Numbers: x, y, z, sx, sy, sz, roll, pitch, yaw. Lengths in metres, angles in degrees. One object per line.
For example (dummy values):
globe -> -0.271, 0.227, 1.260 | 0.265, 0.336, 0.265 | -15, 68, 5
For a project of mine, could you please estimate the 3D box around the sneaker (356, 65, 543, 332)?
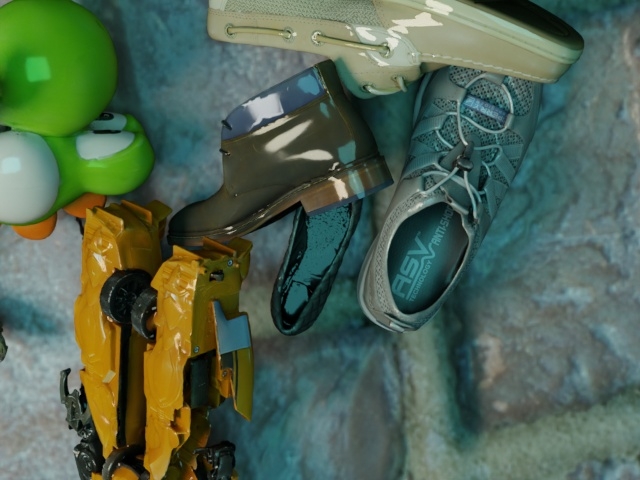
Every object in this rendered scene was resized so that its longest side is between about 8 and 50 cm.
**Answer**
sneaker -> 0.115, -0.048, 0.877 | 0.105, 0.115, 0.281 | 18, 96, -5

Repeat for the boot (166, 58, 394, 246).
boot -> -0.050, -0.064, 0.866 | 0.219, 0.082, 0.106 | -16, 97, 33

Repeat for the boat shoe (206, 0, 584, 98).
boat shoe -> 0.049, -0.161, 0.841 | 0.302, 0.109, 0.098 | 18, 112, 17

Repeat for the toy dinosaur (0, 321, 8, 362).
toy dinosaur -> -0.392, 0.074, 0.920 | 0.268, 0.064, 0.118 | 21, 97, 1

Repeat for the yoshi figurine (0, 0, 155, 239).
yoshi figurine -> -0.303, -0.105, 0.815 | 0.362, 0.203, 0.203 | -4, 66, -23

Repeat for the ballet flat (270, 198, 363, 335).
ballet flat -> 0.000, 0.000, 0.918 | 0.057, 0.049, 0.173 | 14, 99, -3

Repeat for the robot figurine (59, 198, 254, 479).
robot figurine -> -0.126, 0.124, 0.878 | 0.085, 0.211, 0.291 | -17, 120, -43
